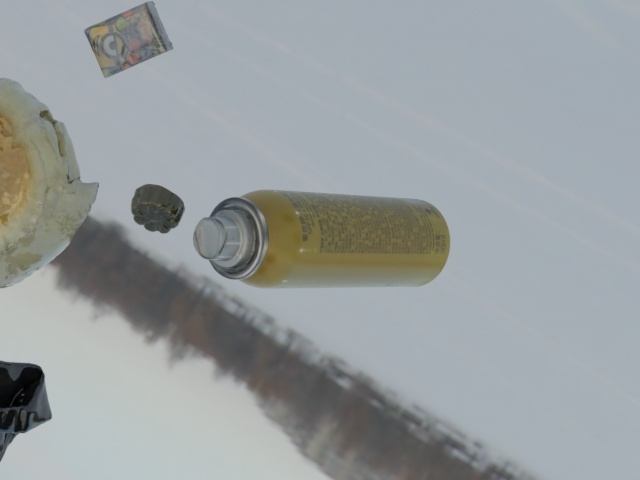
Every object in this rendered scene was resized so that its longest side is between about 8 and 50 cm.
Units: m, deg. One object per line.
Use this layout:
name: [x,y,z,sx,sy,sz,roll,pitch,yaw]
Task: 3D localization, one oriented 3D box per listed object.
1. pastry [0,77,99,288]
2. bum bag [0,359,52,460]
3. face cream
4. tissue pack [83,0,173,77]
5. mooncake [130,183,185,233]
pastry: [-0.262,-0.044,1.117,0.166,0.166,0.088,31,-179,5]
bum bag: [-0.371,0.214,1.293,0.074,0.310,0.137,34,161,35]
face cream: [0.000,0.000,1.556,0.105,0.105,0.349,28,-163,37]
tissue pack: [-0.217,-0.228,1.631,0.063,0.083,0.035,66,-164,-7]
mooncake: [-0.310,-0.069,1.492,0.347,0.057,0.150,1,138,-10]
